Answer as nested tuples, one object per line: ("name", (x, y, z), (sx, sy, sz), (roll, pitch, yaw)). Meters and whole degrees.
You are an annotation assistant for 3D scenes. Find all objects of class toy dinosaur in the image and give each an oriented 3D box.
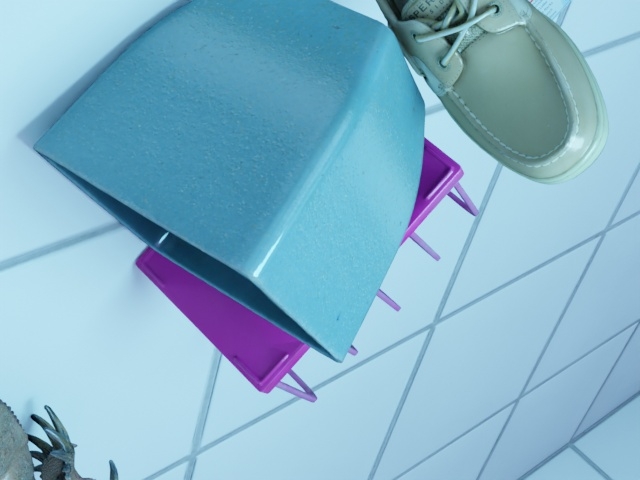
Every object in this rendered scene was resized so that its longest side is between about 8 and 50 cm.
("toy dinosaur", (-0.323, 0.217, 1.093), (0.200, 0.127, 0.295), (-41, 140, -27))

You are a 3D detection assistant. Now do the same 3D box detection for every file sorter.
("file sorter", (0.000, 0.000, 1.176), (0.290, 0.202, 0.182), (-48, 155, 1))

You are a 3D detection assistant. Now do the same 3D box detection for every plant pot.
("plant pot", (-0.043, -0.083, 0.983), (0.252, 0.247, 0.248), (-57, 153, -10))

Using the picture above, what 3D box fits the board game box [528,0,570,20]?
("board game box", (0.242, -0.411, 1.056), (0.318, 0.066, 0.318), (-47, 139, -2))

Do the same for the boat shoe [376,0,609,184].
("boat shoe", (0.114, -0.187, 0.953), (0.121, 0.341, 0.110), (-45, 152, 21))
